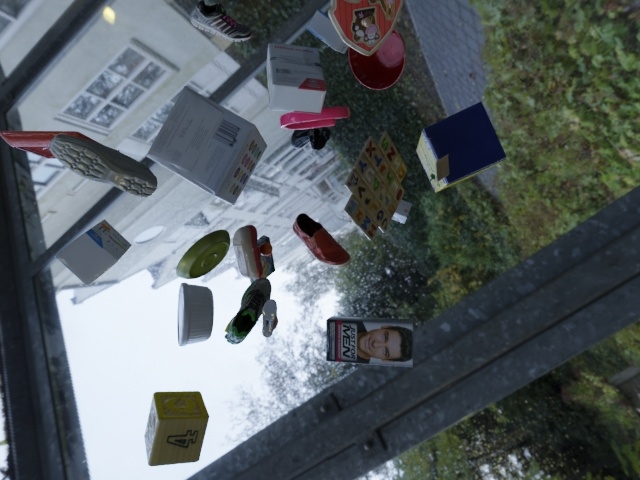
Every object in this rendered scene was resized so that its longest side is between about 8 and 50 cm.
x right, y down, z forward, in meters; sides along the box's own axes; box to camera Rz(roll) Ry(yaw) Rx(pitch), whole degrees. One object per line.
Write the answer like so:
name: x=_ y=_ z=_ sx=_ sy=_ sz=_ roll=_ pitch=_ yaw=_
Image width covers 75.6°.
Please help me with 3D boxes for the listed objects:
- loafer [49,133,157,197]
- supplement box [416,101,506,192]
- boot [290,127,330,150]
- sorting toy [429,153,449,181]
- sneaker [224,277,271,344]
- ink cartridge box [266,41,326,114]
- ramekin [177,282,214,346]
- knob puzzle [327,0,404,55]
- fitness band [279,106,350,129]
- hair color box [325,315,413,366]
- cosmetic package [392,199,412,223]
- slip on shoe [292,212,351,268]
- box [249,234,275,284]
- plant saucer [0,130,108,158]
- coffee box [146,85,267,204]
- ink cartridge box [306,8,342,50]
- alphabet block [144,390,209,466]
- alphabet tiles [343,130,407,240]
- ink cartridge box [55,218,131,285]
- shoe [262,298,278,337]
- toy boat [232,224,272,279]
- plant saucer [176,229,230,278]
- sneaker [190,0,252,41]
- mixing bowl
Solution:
loafer: x=-0.670 y=-0.239 z=1.296 sx=0.319 sy=0.112 sz=0.111 roll=30 pitch=-156 yaw=-42
supplement box: x=0.465 y=-0.302 z=1.424 sx=0.194 sy=0.195 sz=0.356 roll=66 pitch=-170 yaw=2
boot: x=-0.055 y=-0.519 z=2.098 sx=0.094 sy=0.246 sz=0.207 roll=23 pitch=-144 yaw=-34
sorting toy: x=0.311 y=-0.185 z=1.084 sx=0.012 sy=0.083 sz=0.062 roll=23 pitch=133 yaw=43
sneaker: x=-0.312 y=0.321 z=1.916 sx=0.134 sy=0.146 sz=0.344 roll=32 pitch=-121 yaw=-14
ink cartridge box: x=-0.099 y=-0.616 z=1.566 sx=0.114 sy=0.197 sz=0.273 roll=110 pitch=157 yaw=-53
ramekin: x=-0.537 y=0.314 z=1.769 sx=0.127 sy=0.273 sz=0.273 roll=3 pitch=-141 yaw=-24
knob puzzle: x=0.105 y=-0.499 z=0.884 sx=0.213 sy=0.213 sz=0.030 roll=40 pitch=-178 yaw=-42
fitness band: x=-0.023 y=-0.502 z=1.692 sx=0.209 sy=0.290 sz=0.054 roll=-54 pitch=-43 yaw=-81
hair color box: x=0.216 y=0.437 z=1.807 sx=0.113 sy=0.374 sz=0.185 roll=10 pitch=-100 yaw=-77
cosmetic package: x=0.322 y=-0.177 z=2.040 sx=0.239 sy=0.099 sz=0.060 roll=22 pitch=150 yaw=8
slip on shoe: x=0.000 y=0.000 z=1.786 sx=0.331 sy=0.123 sz=0.101 roll=43 pitch=151 yaw=25
box: x=-0.321 y=0.109 z=2.189 sx=0.044 sy=0.159 sz=0.233 roll=20 pitch=132 yaw=31
plant saucer: x=-0.937 y=-0.335 z=1.478 sx=0.259 sy=0.258 sz=0.048 roll=161 pitch=108 yaw=-86
coffee box: x=-0.480 y=-0.396 z=1.823 sx=0.338 sy=0.338 sz=0.334 roll=29 pitch=179 yaw=2
ink cartridge box: x=0.045 y=-0.840 z=1.670 sx=0.148 sy=0.086 sz=0.203 roll=35 pitch=-156 yaw=-3
alphabet block: x=-0.561 y=0.723 z=1.606 sx=0.193 sy=0.197 sz=0.192 roll=10 pitch=-172 yaw=-31
alphabet tiles: x=0.186 y=-0.167 z=1.329 sx=0.011 sy=0.285 sz=0.342 roll=21 pitch=168 yaw=35
ink cartridge box: x=-0.946 y=0.044 z=1.744 sx=0.171 sy=0.168 sz=0.233 roll=51 pitch=-179 yaw=-19
shoe: x=-0.218 y=0.330 z=1.808 sx=0.063 sy=0.178 sz=0.081 roll=10 pitch=-166 yaw=6
toy boat: x=-0.273 y=0.045 z=1.743 sx=0.151 sy=0.151 sz=0.231 roll=4 pitch=108 yaw=57
plant saucer: x=-0.416 y=0.061 z=1.510 sx=0.037 sy=0.241 sz=0.241 roll=43 pitch=-169 yaw=14
sneaker: x=-0.272 y=-0.615 z=1.150 sx=0.170 sy=0.075 sz=0.063 roll=12 pitch=-129 yaw=-16
mixing bowl: x=0.182 y=-0.542 z=1.194 sx=0.181 sy=0.181 sz=0.098 roll=52 pitch=-132 yaw=-4
